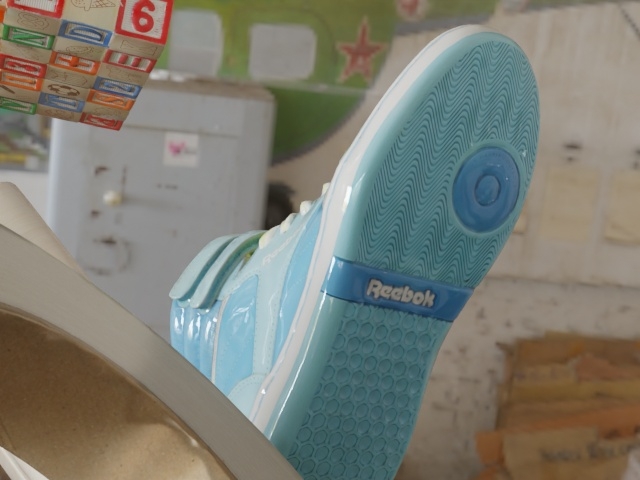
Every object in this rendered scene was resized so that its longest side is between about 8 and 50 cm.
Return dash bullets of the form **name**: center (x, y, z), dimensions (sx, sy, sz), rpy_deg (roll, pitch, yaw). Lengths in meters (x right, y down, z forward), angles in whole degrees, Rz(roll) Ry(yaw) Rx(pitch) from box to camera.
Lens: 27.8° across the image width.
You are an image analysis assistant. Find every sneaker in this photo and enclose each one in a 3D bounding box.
- **sneaker**: center (0.000, 0.000, 0.819), dimensions (0.127, 0.319, 0.208), rpy_deg (23, 5, -34)

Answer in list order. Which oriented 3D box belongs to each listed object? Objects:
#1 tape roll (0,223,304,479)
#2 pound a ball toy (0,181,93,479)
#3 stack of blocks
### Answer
- **tape roll**: center (-0.103, 0.118, 0.521), dimensions (0.392, 0.072, 0.392), rpy_deg (43, 8, -7)
- **pound a ball toy**: center (-0.224, 0.131, 0.964), dimensions (0.208, 0.136, 0.319), rpy_deg (-32, 72, -27)
- **stack of blocks**: center (-0.236, -0.189, 1.151), dimensions (0.171, 0.087, 0.297), rpy_deg (12, -12, -14)
